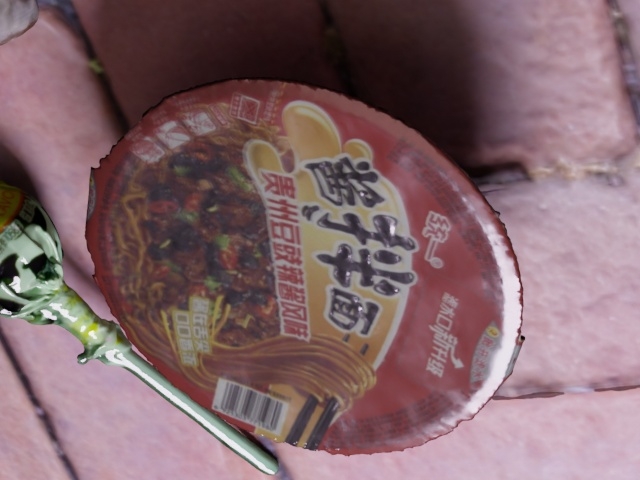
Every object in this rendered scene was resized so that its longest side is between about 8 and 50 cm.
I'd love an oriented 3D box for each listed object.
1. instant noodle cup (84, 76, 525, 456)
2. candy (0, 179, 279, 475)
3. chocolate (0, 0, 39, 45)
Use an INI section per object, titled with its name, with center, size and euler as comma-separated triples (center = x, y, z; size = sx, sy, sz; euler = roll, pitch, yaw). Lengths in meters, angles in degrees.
[instant noodle cup]
center = 0.000, 0.000, 1.122
size = 0.274, 0.091, 0.274
euler = 11, 128, 14
[candy]
center = -0.141, 0.068, 1.252
size = 0.305, 0.083, 0.091
euler = 41, 166, -23
[chocolate]
center = -0.273, -0.207, 1.078
size = 0.157, 0.080, 0.254
euler = -1, 124, 21
